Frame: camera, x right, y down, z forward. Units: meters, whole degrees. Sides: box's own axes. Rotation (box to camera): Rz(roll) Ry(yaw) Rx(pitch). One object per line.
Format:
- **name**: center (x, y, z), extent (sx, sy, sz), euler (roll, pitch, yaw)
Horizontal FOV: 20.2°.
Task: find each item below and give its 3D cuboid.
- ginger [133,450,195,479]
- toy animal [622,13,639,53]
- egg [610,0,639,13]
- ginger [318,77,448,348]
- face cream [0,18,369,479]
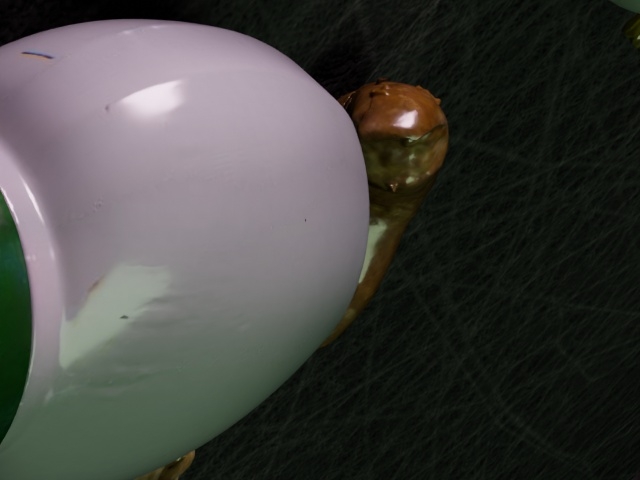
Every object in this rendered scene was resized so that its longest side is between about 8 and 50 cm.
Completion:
- **ginger**: center (-0.221, 0.176, 1.343), extent (0.294, 0.086, 0.131), euler (-10, 150, -42)
- **toy animal**: center (0.294, -0.245, 1.536), extent (0.219, 0.155, 0.095), euler (15, 156, -19)
- **egg**: center (0.256, -0.278, 1.286), extent (0.183, 0.183, 0.264), euler (-35, 146, -26)
- **ginger**: center (0.008, -0.008, 1.397), extent (0.133, 0.107, 0.309), euler (-37, 162, -55)
- **face cream**: center (-0.142, 0.016, 1.038), extent (0.357, 0.219, 0.312), euler (-11, 138, -52)
